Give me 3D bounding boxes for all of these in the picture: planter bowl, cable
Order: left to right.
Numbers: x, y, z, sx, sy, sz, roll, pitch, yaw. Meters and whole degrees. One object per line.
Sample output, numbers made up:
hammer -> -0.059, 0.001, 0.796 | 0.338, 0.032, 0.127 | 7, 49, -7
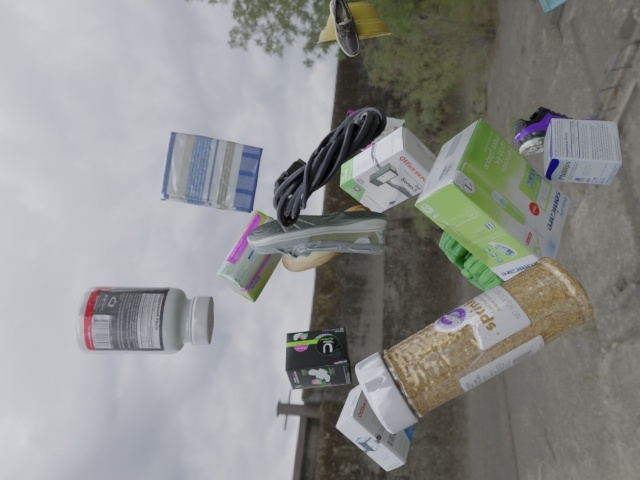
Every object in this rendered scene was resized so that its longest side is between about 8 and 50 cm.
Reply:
cable -> 0.010, -0.082, 0.501 | 0.047, 0.151, 0.184 | 50, -160, -11
planter bowl -> 0.092, -0.613, 1.316 | 0.217, 0.217, 0.090 | -60, -34, -66

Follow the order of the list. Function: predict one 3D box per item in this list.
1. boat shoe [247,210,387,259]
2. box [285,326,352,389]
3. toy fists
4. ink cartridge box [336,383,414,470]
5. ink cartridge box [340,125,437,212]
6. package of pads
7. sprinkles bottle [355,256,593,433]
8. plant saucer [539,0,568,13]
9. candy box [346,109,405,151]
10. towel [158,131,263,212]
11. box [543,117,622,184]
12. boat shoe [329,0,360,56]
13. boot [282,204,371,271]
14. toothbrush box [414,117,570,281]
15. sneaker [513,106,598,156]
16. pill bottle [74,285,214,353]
boat shoe -> 0.000, -0.001, 1.037 | 0.118, 0.321, 0.103 | -148, 53, -62
box -> -0.003, 0.160, 0.640 | 0.062, 0.083, 0.052 | -93, -5, -49
toy fists -> 0.443, 0.066, 1.358 | 0.142, 0.096, 0.279 | 46, -171, -38
ink cartridge box -> 0.153, 0.503, 1.283 | 0.082, 0.191, 0.139 | -48, 3, 35
ink cartridge box -> 0.232, -0.229, 1.591 | 0.198, 0.273, 0.114 | 34, -134, -31
package of pads -> -0.197, 0.052, 1.431 | 0.229, 0.101, 0.296 | -60, -6, -15
sprinkles bottle -> 0.233, 0.163, 0.737 | 0.121, 0.355, 0.121 | 59, -177, -4
plant saucer -> 0.380, -0.490, 0.804 | 0.192, 0.067, 0.018 | 51, -142, -20
candy box -> 0.209, -0.426, 1.870 | 0.071, 0.234, 0.159 | 93, -169, -55
towel -> -0.328, -0.201, 1.404 | 0.034, 0.285, 0.209 | -140, 59, -84
box -> 0.572, -0.196, 1.034 | 0.072, 0.137, 0.126 | 76, -155, -55
boat shoe -> 0.061, -0.550, 1.203 | 0.049, 0.056, 0.152 | -91, -22, -82
boot -> 0.029, -0.004, 1.399 | 0.104, 0.295, 0.211 | 57, -177, 3
toothbrush box -> 0.370, -0.080, 0.996 | 0.122, 0.283, 0.206 | -32, 23, 57
sneaker -> 0.770, -0.382, 1.544 | 0.102, 0.294, 0.146 | 102, 153, -67
pill bottle -> -0.447, 0.208, 1.230 | 0.176, 0.319, 0.176 | -178, 90, -85
